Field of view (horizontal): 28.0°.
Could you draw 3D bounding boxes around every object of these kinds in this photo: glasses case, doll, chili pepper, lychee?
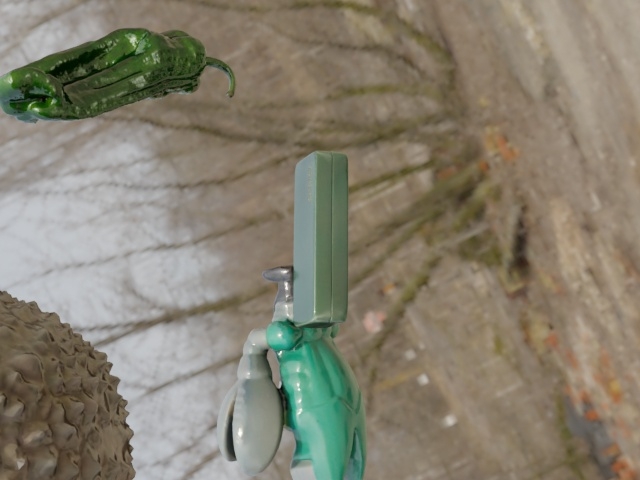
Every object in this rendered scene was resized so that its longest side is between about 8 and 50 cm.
[{"bbox_3d":[0.000,0.000,1.382,0.078,0.039,0.184,153,119,-70],"label":"glasses case"},{"bbox_3d":[-0.020,0.166,1.472,0.195,0.153,0.258,29,-121,-42],"label":"doll"},{"bbox_3d":[-0.195,-0.153,1.204,0.100,0.257,0.074,17,119,39],"label":"chili pepper"},{"bbox_3d":[-0.270,0.160,0.885,0.300,0.300,0.300,64,-178,-4],"label":"lychee"}]
